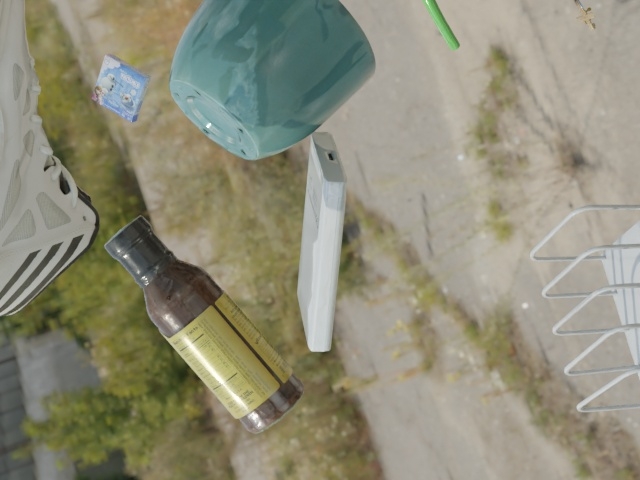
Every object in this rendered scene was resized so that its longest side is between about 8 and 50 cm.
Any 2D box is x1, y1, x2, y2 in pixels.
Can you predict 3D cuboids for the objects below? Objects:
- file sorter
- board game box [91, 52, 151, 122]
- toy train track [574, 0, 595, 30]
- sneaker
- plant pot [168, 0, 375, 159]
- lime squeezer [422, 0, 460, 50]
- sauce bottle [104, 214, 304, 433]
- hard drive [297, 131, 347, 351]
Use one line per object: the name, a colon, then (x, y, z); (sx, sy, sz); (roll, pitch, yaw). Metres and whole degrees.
file sorter: (0.454, 0.104, 1.762); (0.193, 0.173, 0.277); (124, 139, -56)
board game box: (-0.349, -0.267, 2.046); (0.090, 0.020, 0.090); (30, 117, 14)
toy train track: (0.440, -0.392, 1.961); (0.083, 0.014, 0.048); (57, 162, -11)
sneaker: (-0.369, -0.124, 1.336); (0.257, 0.169, 0.447); (5, -83, -60)
plant pot: (-0.099, -0.272, 1.856); (0.293, 0.235, 0.293); (37, 165, 12)
lime squeezer: (0.119, -0.409, 1.590); (0.110, 0.059, 0.310); (-2, -101, -69)
sauce bottle: (-0.167, 0.114, 1.656); (0.344, 0.111, 0.111); (51, 170, -5)
hard drive: (0.000, 0.000, 1.937); (0.203, 0.040, 0.307); (-105, 17, -61)
